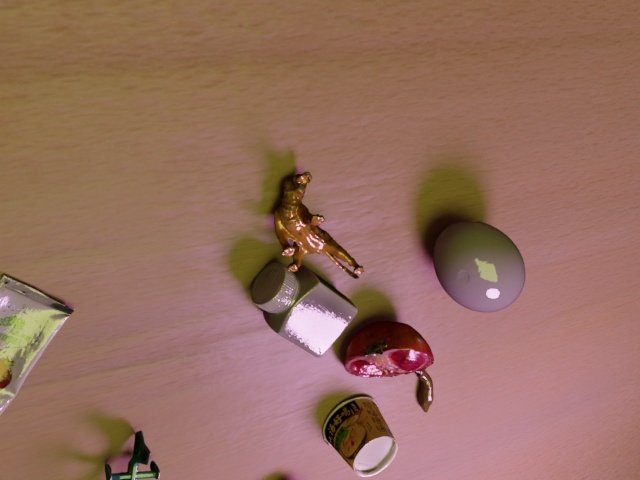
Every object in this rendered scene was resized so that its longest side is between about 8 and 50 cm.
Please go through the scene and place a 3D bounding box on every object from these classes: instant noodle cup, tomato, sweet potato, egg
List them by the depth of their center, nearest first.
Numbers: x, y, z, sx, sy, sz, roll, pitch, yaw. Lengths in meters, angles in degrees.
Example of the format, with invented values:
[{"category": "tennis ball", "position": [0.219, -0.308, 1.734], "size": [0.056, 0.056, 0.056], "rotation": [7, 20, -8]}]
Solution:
[{"category": "egg", "position": [0.332, 0.052, 1.246], "size": [0.176, 0.176, 0.232], "rotation": [-48, 118, -2]}, {"category": "tomato", "position": [0.147, 0.231, 1.281], "size": [0.189, 0.099, 0.173], "rotation": [-15, 147, 22]}, {"category": "instant noodle cup", "position": [0.096, 0.449, 1.336], "size": [0.151, 0.122, 0.151], "rotation": [-11, 117, -22]}, {"category": "sweet potato", "position": [0.258, 0.364, 1.441], "size": [0.041, 0.038, 0.153], "rotation": [-39, 128, -37]}]

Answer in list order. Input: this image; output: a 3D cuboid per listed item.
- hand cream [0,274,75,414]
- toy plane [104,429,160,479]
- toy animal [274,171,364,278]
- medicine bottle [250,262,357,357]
[{"category": "hand cream", "position": [-0.524, 0.220, 0.912], "size": [0.121, 0.076, 0.336], "rotation": [33, 88, -38]}, {"category": "toy plane", "position": [-0.366, 0.540, 1.101], "size": [0.106, 0.155, 0.382], "rotation": [9, 91, -32]}, {"category": "toy animal", "position": [-0.008, 0.003, 1.088], "size": [0.114, 0.116, 0.255], "rotation": [-27, 133, 12]}, {"category": "medicine bottle", "position": [-0.037, 0.124, 1.121], "size": [0.132, 0.088, 0.188], "rotation": [-50, 127, 1]}]
